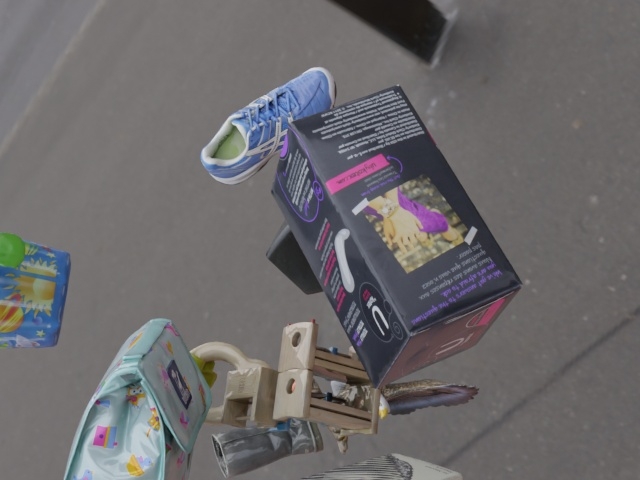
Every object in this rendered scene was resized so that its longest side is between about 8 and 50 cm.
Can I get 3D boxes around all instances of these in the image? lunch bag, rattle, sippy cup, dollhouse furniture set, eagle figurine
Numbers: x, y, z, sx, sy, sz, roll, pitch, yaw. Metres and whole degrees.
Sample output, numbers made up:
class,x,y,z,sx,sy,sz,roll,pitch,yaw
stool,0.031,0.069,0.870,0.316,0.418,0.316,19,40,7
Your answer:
class,x,y,z,sx,sy,sz,roll,pitch,yaw
lunch bag,-0.237,0.248,1.385,0.223,0.160,0.262,-72,-6,-77
rattle,-0.118,0.232,1.593,0.143,0.199,0.130,88,-178,-50
sippy cup,-0.546,0.087,1.799,0.305,0.224,0.240,-145,64,-76
dollhouse furniture set,-0.025,0.193,1.446,0.183,0.129,0.129,-16,61,50
eagle figurine,0.127,0.275,2.040,0.298,0.226,0.225,-36,50,4

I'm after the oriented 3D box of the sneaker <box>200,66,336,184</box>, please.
class,x,y,z,sx,sy,sz,roll,pitch,yaw
sneaker,-0.067,-0.148,1.380,0.211,0.081,0.080,-40,75,10

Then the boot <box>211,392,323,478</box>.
class,x,y,z,sx,sy,sz,roll,pitch,yaw
boot,-0.116,0.379,2.124,0.190,0.208,0.076,-118,18,-49

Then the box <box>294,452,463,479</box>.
class,x,y,z,sx,sy,sz,roll,pitch,yaw
box,0.023,0.301,1.107,0.113,0.275,0.094,6,97,45

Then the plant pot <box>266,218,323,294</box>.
class,x,y,z,sx,sy,sz,roll,pitch,yaw
plant pot,0.000,0.000,2.184,0.167,0.188,0.187,-39,15,33

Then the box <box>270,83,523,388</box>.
class,x,y,z,sx,sy,sz,roll,pitch,yaw
box,0.074,-0.005,1.154,0.270,0.143,0.165,62,159,20
